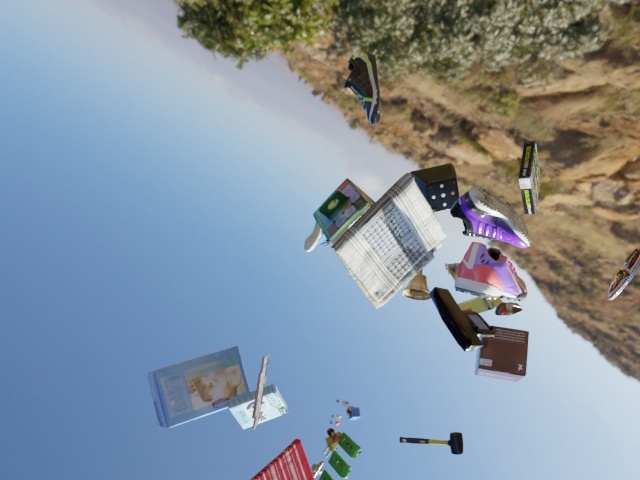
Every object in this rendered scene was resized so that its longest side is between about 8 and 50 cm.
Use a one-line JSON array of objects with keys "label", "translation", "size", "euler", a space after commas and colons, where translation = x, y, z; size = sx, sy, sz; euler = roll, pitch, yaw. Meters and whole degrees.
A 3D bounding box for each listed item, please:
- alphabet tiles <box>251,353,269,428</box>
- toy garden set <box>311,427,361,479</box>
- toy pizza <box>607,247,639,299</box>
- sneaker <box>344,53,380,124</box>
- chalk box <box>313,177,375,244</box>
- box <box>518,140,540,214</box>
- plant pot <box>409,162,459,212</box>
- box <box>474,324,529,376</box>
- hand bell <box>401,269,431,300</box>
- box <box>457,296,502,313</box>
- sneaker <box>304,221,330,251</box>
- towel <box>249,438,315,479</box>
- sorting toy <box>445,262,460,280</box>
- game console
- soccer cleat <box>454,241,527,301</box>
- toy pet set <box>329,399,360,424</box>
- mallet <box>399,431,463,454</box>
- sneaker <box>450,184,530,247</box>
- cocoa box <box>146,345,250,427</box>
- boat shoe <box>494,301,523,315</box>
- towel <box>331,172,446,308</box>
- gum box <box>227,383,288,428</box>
[{"label": "alphabet tiles", "translation": [-0.170, 0.424, 1.547], "size": [0.009, 0.198, 0.237], "euler": [9, 170, 0]}, {"label": "toy garden set", "translation": [0.039, 0.750, 1.803], "size": [0.049, 0.244, 0.204], "euler": [31, 173, -21]}, {"label": "toy pizza", "translation": [0.908, 0.089, 1.632], "size": [0.032, 0.201, 0.201], "euler": [35, -169, 21]}, {"label": "sneaker", "translation": [0.118, -0.427, 1.562], "size": [0.097, 0.234, 0.084], "euler": [-5, 155, 6]}, {"label": "chalk box", "translation": [0.107, -0.067, 1.817], "size": [0.289, 0.180, 0.179], "euler": [38, -167, -36]}, {"label": "box", "translation": [0.735, -0.219, 1.924], "size": [0.045, 0.184, 0.190], "euler": [-1, 141, 28]}, {"label": "plant pot", "translation": [0.489, -0.203, 2.279], "size": [0.188, 0.187, 0.167], "euler": [-12, -165, 2]}, {"label": "box", "translation": [0.680, 0.428, 2.071], "size": [0.169, 0.167, 0.203], "euler": [8, 161, 13]}, {"label": "hand bell", "translation": [0.415, 0.114, 2.282], "size": [0.126, 0.242, 0.126], "euler": [10, 156, 5]}, {"label": "box", "translation": [0.609, 0.266, 2.209], "size": [0.087, 0.232, 0.058], "euler": [-21, -95, -40]}, {"label": "sneaker", "translation": [0.001, 0.000, 1.911], "size": [0.084, 0.058, 0.152], "euler": [51, -136, -29]}, {"label": "towel", "translation": [-0.114, 0.668, 1.416], "size": [0.031, 0.198, 0.275], "euler": [-11, -169, 44]}, {"label": "sorting toy", "translation": [0.511, 0.121, 2.055], "size": [0.083, 0.045, 0.075], "euler": [-4, -127, -18]}, {"label": "game console", "translation": [0.476, 0.257, 1.791], "size": [0.361, 0.044, 0.213], "euler": [15, -139, -56]}, {"label": "soccer cleat", "translation": [0.416, 0.075, 1.287], "size": [0.109, 0.116, 0.318], "euler": [14, -177, 39]}, {"label": "toy pet set", "translation": [0.119, 0.800, 2.516], "size": [0.114, 0.122, 0.065], "euler": [11, -171, -31]}, {"label": "mallet", "translation": [0.331, 0.590, 1.636], "size": [0.190, 0.062, 0.039], "euler": [3, 175, 21]}, {"label": "sneaker", "translation": [0.520, -0.052, 1.707], "size": [0.293, 0.146, 0.102], "euler": [33, -140, -23]}, {"label": "cocoa box", "translation": [-0.490, 0.587, 2.208], "size": [0.347, 0.231, 0.228], "euler": [-12, 170, -27]}, {"label": "boat shoe", "translation": [0.677, 0.249, 1.977], "size": [0.137, 0.049, 0.043], "euler": [-1, -162, -42]}, {"label": "towel", "translation": [0.214, 0.015, 1.595], "size": [0.056, 0.312, 0.324], "euler": [37, 168, 48]}, {"label": "gum box", "translation": [-0.232, 0.623, 2.057], "size": [0.041, 0.184, 0.157], "euler": [-110, 0, -50]}]
